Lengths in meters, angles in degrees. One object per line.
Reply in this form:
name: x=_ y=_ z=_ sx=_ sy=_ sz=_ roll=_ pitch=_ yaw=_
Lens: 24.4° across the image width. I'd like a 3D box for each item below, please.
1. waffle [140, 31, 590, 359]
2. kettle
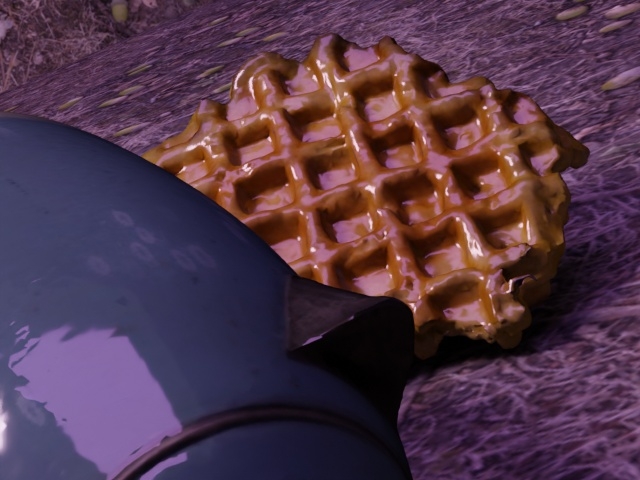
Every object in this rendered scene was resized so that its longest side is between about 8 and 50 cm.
waffle: x=0.007 y=-0.006 z=0.889 sx=0.301 sy=0.058 sz=0.281 roll=-38 pitch=52 yaw=-15
kettle: x=-0.110 y=0.124 z=0.584 sx=0.319 sy=0.247 sz=0.342 roll=-56 pitch=32 yaw=-5
